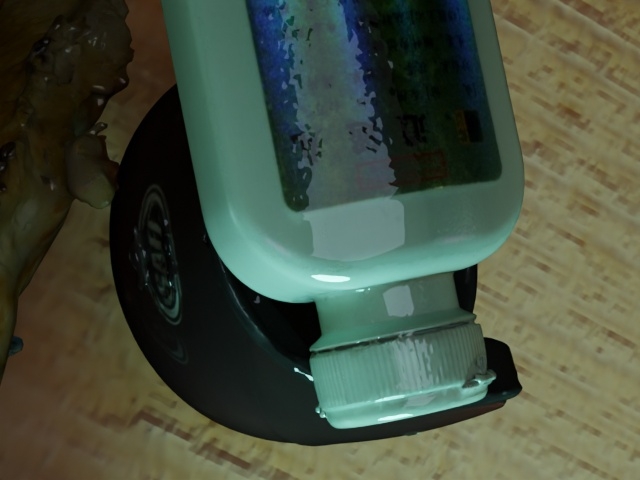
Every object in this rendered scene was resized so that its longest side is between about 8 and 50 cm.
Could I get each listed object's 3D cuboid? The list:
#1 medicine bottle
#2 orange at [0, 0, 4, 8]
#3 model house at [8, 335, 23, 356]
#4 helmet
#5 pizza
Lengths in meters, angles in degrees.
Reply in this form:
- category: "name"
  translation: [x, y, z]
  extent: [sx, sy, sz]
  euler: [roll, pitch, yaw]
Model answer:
- category: "medicine bottle"
  translation: [0.012, -0.046, 0.571]
  extent: [0.121, 0.083, 0.228]
  euler: [-10, 85, -21]
- category: "orange"
  translation: [-0.229, -0.131, 0.629]
  extent: [0.224, 0.224, 0.170]
  euler: [-44, 128, -18]
- category: "model house"
  translation: [-0.207, 0.233, 0.641]
  extent: [0.324, 0.340, 0.300]
  euler: [11, 121, 7]
- category: "helmet"
  translation: [0.000, 0.000, 0.693]
  extent: [0.216, 0.193, 0.189]
  euler: [1, 79, -61]
- category: "pizza"
  translation: [-0.170, -0.028, 0.676]
  extent: [0.071, 0.189, 0.297]
  euler: [58, 33, -42]
